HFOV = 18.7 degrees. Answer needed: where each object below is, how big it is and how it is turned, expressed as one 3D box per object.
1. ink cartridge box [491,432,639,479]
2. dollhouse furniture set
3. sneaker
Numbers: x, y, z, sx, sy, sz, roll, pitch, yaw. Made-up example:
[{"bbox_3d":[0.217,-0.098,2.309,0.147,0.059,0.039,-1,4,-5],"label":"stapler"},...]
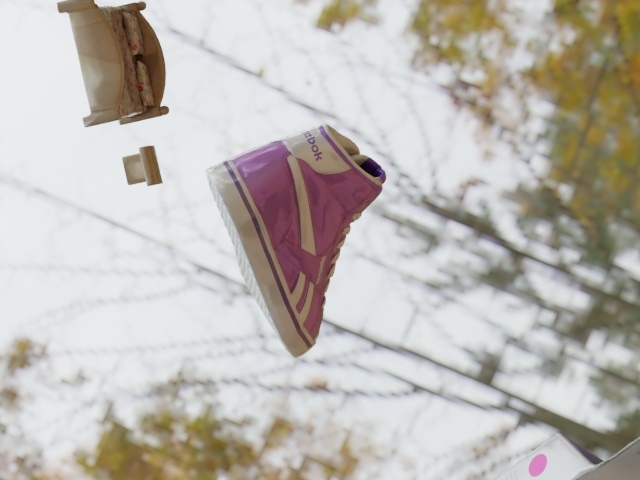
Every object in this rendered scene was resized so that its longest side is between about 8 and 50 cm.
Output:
[{"bbox_3d":[0.185,0.268,1.626,0.371,0.176,0.069,-38,37,29],"label":"ink cartridge box"},{"bbox_3d":[-0.187,-0.237,2.101,0.303,0.174,0.355,-40,-62,-82],"label":"dollhouse furniture set"},{"bbox_3d":[0.000,0.001,1.852,0.161,0.102,0.282,-27,-34,-9],"label":"sneaker"}]
